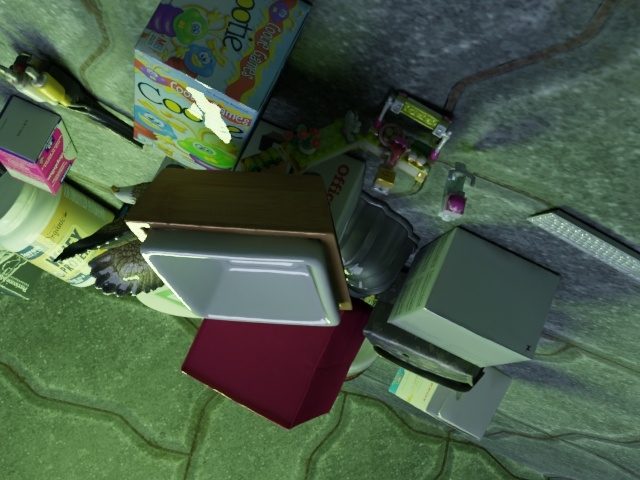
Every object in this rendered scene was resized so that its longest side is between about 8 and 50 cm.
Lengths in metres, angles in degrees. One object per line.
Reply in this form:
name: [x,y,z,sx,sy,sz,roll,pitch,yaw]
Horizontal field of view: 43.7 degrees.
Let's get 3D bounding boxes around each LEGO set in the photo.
LEGO set: [0.052,-0.115,0.963,0.287,0.132,0.107,9,159,-8]

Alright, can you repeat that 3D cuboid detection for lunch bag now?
lunch bag: [0.232,0.198,1.641,0.235,0.169,0.287,23,169,17]

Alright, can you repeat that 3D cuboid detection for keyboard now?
keyboard: [0.408,0.023,1.105,0.256,0.014,0.072,27,164,-11]

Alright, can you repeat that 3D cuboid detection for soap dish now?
soap dish: [-0.081,0.013,0.980,0.229,0.118,0.291,3,160,8]

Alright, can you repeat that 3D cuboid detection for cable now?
cable: [-0.435,-0.232,1.388,0.139,0.072,0.287,18,164,38]

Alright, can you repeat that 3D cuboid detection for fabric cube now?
fabric cube: [-0.074,0.192,1.591,0.254,0.259,0.258,26,-177,18]

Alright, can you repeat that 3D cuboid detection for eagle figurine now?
eagle figurine: [-0.296,-0.041,1.385,0.226,0.298,0.225,34,161,-29]

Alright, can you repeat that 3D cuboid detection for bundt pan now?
bundt pan: [0.000,0.000,1.418,0.331,0.124,0.331,23,164,7]

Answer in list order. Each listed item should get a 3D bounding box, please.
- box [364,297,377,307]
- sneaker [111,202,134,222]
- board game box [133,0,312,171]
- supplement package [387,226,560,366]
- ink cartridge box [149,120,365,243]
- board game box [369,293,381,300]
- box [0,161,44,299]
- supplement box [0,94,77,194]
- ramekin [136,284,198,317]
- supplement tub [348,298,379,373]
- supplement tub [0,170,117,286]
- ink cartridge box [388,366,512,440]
box: [0.180,0.184,1.870,0.169,0.054,0.059,28,164,-14]
sneaker: [-0.411,-0.021,1.930,0.139,0.125,0.341,32,163,-31]
board game box: [-0.128,-0.192,0.948,0.142,0.144,0.275,27,163,-7]
supplement package: [0.250,0.101,1.332,0.194,0.149,0.203,26,164,-6]
ink cartridge box: [-0.095,-0.064,1.200,0.278,0.201,0.117,22,162,5]
board game box: [0.068,0.068,1.671,0.170,0.048,0.141,20,165,15]
box: [-0.903,-0.051,2.194,0.343,0.312,0.179,35,161,-34]
supplement box: [-0.598,-0.194,1.669,0.114,0.111,0.220,24,165,-3]
ramekin: [-0.269,0.061,1.761,0.303,0.148,0.303,1,155,0]
supplement tub: [0.054,0.255,2.026,0.193,0.193,0.316,23,165,3]
supplement tub: [-0.698,-0.039,2.091,0.228,0.228,0.316,6,157,47]
ink cartridge box: [0.307,0.344,1.917,0.168,0.171,0.233,29,175,-15]
